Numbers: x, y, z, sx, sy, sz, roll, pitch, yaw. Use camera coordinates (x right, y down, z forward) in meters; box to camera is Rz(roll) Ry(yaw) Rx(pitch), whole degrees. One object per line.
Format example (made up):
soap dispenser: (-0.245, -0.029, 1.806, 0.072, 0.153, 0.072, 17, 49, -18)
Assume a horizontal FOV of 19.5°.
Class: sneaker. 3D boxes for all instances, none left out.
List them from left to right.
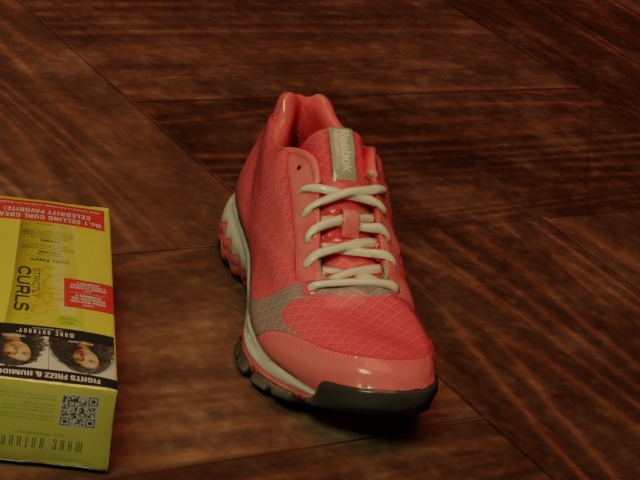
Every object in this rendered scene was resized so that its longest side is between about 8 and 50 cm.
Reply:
sneaker: (-0.001, 0.000, 1.222, 0.116, 0.136, 0.314, 3, 27, -18)

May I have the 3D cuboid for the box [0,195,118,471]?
box: (-0.168, 0.050, 1.125, 0.087, 0.058, 0.232, 8, 25, -10)
